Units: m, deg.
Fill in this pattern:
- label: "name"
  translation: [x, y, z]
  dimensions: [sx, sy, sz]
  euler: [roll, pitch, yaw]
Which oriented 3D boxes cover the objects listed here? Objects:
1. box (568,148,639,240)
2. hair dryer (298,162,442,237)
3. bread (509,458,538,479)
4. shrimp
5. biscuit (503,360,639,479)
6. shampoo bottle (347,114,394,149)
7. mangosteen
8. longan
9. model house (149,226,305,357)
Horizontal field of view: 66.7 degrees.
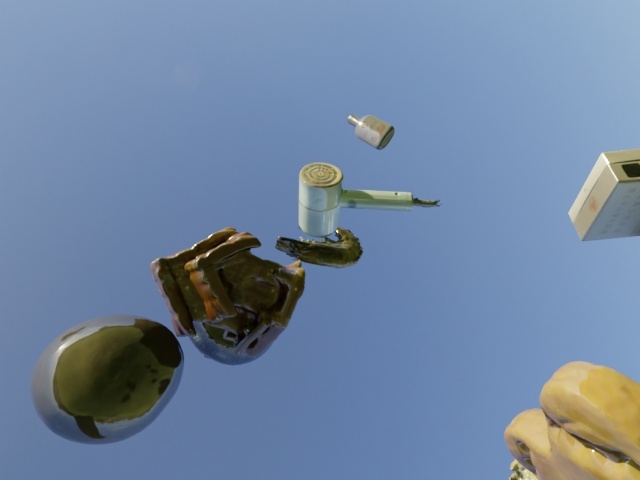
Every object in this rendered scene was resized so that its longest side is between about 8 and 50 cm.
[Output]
- label: "box"
  translation: [0.478, -0.067, 0.684]
  dimensions: [0.201, 0.141, 0.058]
  euler: [-6, -125, 3]
- label: "hair dryer"
  translation: [0.124, -0.089, 1.214]
  dimensions: [0.358, 0.173, 0.107]
  euler: [4, -136, 1]
- label: "bread"
  translation: [0.534, 0.510, 0.996]
  dimensions: [0.149, 0.274, 0.273]
  euler: [-1, -110, -53]
- label: "shrimp"
  translation: [0.001, -0.001, 1.319]
  dimensions: [0.253, 0.058, 0.173]
  euler: [13, -134, -17]
- label: "biscuit"
  translation: [0.261, 0.234, 0.351]
  dimensions: [0.052, 0.275, 0.354]
  euler: [-40, -50, -20]
- label: "shampoo bottle"
  translation: [0.143, -0.330, 1.435]
  dimensions: [0.165, 0.080, 0.040]
  euler: [41, -169, 38]
- label: "mangosteen"
  translation: [-0.248, 0.216, 1.407]
  dimensions: [0.288, 0.288, 0.287]
  euler: [13, -116, -28]
- label: "longan"
  translation: [-0.322, 0.209, 0.746]
  dimensions: [0.220, 0.196, 0.196]
  euler: [-9, -106, -15]
- label: "model house"
  translation: [-0.175, 0.083, 0.823]
  dimensions: [0.229, 0.199, 0.219]
  euler: [21, -92, -18]
